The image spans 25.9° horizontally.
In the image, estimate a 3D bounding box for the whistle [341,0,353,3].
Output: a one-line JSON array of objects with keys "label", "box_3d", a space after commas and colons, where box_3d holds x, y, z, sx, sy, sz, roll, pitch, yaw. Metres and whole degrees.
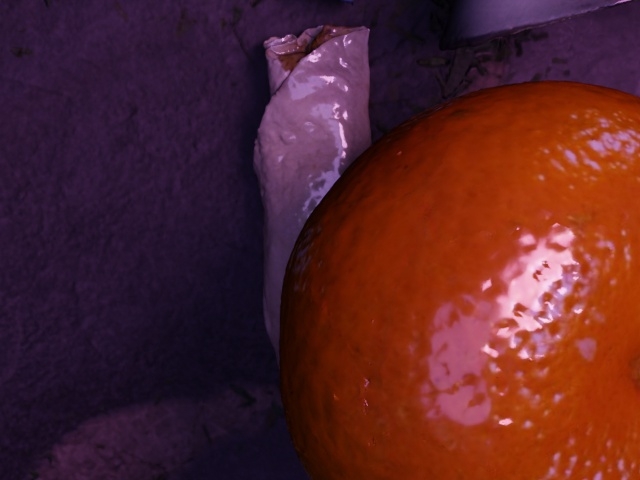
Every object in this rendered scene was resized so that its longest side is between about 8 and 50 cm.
[{"label": "whistle", "box_3d": [0.043, -0.362, 1.223, 0.062, 0.062, 0.304, 17, 99, 4]}]

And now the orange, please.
[{"label": "orange", "box_3d": [0.158, 0.077, 1.126, 0.424, 0.326, 0.424, -5, 101, -28]}]

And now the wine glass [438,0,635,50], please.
[{"label": "wine glass", "box_3d": [0.184, -0.374, 1.107, 0.267, 0.267, 0.406, -11, 95, 8]}]

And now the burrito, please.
[{"label": "burrito", "box_3d": [0.000, 0.000, 1.275, 0.117, 0.076, 0.392, -2, 96, 12]}]
